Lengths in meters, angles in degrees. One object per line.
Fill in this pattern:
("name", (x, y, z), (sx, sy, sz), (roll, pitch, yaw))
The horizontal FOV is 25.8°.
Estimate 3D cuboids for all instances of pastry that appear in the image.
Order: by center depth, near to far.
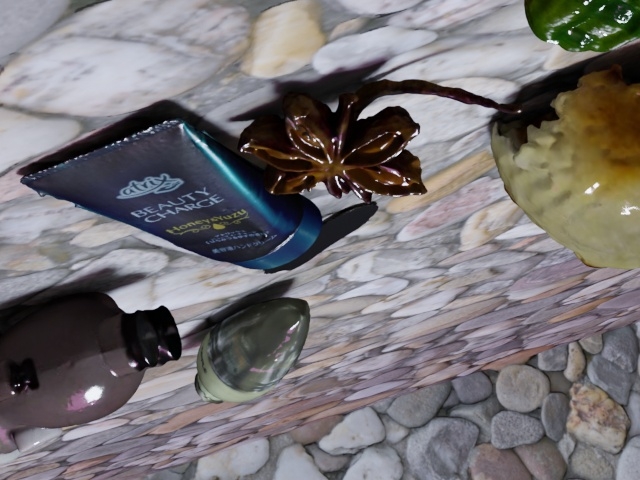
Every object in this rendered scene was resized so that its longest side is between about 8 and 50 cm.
("pastry", (0.280, -0.053, 1.164), (0.256, 0.170, 0.237), (-14, 165, 1))

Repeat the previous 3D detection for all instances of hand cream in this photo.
("hand cream", (-0.089, -0.033, 0.995), (0.120, 0.061, 0.270), (-18, 161, 20))

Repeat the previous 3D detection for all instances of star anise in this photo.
("star anise", (0.040, -0.071, 0.940), (0.191, 0.070, 0.097), (0, 138, 3))

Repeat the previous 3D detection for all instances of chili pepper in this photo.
("chili pepper", (0.183, -0.165, 0.785), (0.072, 0.073, 0.204), (3, 158, -25))

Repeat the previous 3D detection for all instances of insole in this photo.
("insole", (0.000, 0.000, 1.351), (0.064, 0.004, 0.188), (-10, 165, -34))

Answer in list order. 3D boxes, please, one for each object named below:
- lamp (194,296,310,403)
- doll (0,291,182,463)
("lamp", (-0.079, 0.123, 1.567), (0.101, 0.101, 0.250), (-11, 160, -31))
("doll", (-0.254, 0.123, 1.254), (0.257, 0.117, 0.182), (-24, 172, 13))
